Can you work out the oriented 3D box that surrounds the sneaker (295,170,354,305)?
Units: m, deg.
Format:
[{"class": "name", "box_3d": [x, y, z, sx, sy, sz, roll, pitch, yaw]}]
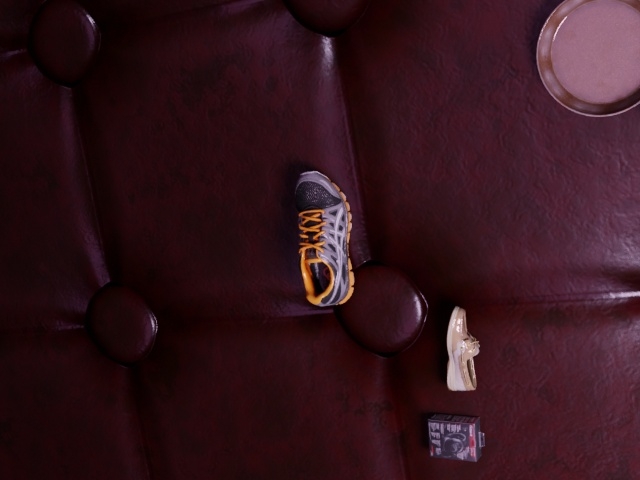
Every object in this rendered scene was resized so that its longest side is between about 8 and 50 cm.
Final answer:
[{"class": "sneaker", "box_3d": [0.000, 0.000, 1.573, 0.084, 0.083, 0.214, -9, 96, 29]}]

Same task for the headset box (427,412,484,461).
[{"class": "headset box", "box_3d": [0.209, 0.300, 1.571, 0.083, 0.032, 0.062, 0, 102, 25]}]

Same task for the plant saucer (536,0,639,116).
[{"class": "plant saucer", "box_3d": [0.373, -0.249, 1.368, 0.168, 0.029, 0.168, 6, 103, 24]}]

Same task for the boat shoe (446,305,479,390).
[{"class": "boat shoe", "box_3d": [0.214, 0.161, 1.530, 0.045, 0.050, 0.135, 5, 114, 21]}]
